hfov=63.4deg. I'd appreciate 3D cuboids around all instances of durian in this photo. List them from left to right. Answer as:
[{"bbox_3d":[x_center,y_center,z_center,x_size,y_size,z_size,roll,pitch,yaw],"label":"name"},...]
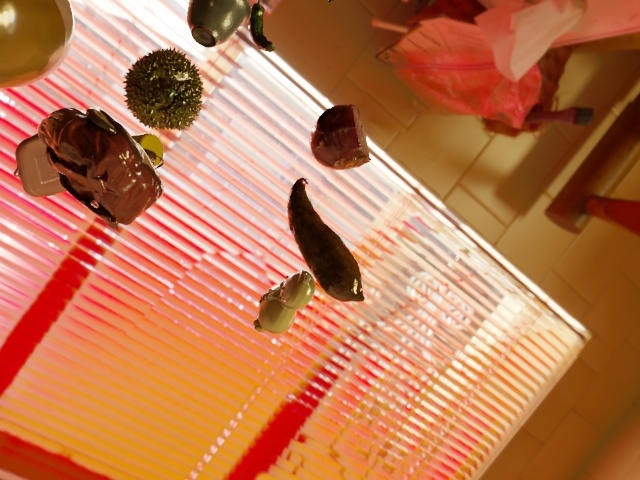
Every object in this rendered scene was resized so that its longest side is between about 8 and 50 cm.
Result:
[{"bbox_3d":[-0.510,-0.479,1.695,0.225,0.291,0.291,-17,139,42],"label":"durian"}]

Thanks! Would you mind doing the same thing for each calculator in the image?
[{"bbox_3d":[-0.781,-0.251,1.609,0.048,0.220,0.330,30,-139,27],"label":"calculator"}]

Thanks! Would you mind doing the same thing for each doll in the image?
[{"bbox_3d":[-0.096,0.157,1.382,0.117,0.141,0.296,28,139,-4],"label":"doll"}]

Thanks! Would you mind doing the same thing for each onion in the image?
[{"bbox_3d":[0.054,-0.361,1.842,0.206,0.207,0.216,23,-131,-65],"label":"onion"}]

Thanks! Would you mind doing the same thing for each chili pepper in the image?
[{"bbox_3d":[-0.243,-0.856,2.059,0.065,0.122,0.278,5,-110,-55],"label":"chili pepper"}]

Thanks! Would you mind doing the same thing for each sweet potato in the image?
[{"bbox_3d":[-0.006,0.000,1.443,0.422,0.130,0.130,60,-168,23],"label":"sweet potato"}]

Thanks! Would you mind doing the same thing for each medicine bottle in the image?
[{"bbox_3d":[-0.682,-0.319,1.868,0.213,0.121,0.122,1,164,28],"label":"medicine bottle"}]

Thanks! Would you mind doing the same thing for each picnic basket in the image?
[{"bbox_3d":[-0.563,-0.261,1.717,0.072,0.072,0.083,40,-174,36],"label":"picnic basket"}]

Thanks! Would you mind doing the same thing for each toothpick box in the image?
[{"bbox_3d":[-0.904,-0.599,1.359,0.409,0.409,0.425,37,-165,-5],"label":"toothpick box"}]

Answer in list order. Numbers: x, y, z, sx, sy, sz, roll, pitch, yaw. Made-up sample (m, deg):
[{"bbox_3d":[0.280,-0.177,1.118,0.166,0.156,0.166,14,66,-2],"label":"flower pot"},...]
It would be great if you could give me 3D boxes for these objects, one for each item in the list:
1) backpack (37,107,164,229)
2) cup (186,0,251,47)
[{"bbox_3d":[-0.392,-0.136,0.906,0.229,0.139,0.229,34,160,14],"label":"backpack"},{"bbox_3d":[-0.321,-0.654,1.531,0.199,0.150,0.199,13,158,5],"label":"cup"}]
